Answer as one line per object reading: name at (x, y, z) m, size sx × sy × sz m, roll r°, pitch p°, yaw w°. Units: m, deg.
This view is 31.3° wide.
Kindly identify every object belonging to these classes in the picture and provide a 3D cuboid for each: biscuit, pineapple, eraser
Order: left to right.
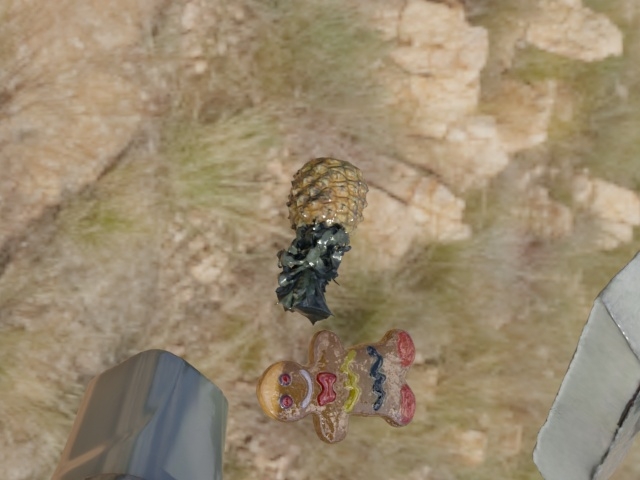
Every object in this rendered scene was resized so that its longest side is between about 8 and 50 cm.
pineapple at (-0.001, 0.000, 1.710) m, size 0.128 × 0.128 × 0.248 m, roll 43°, pitch 48°, yaw -42°
biscuit at (0.028, 0.211, 1.652) m, size 0.250 × 0.036 × 0.166 m, roll -1°, pitch 86°, yaw -23°
eraser at (0.294, 0.148, 1.155) m, size 0.111 × 0.077 × 0.352 m, roll -41°, pitch 154°, yaw -30°

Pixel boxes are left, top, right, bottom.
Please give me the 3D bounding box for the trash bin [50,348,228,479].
trash bin at (-0.232, 0.295, 1.490) m, size 0.220 × 0.219 × 0.250 m, roll 46°, pitch 31°, yaw -30°
